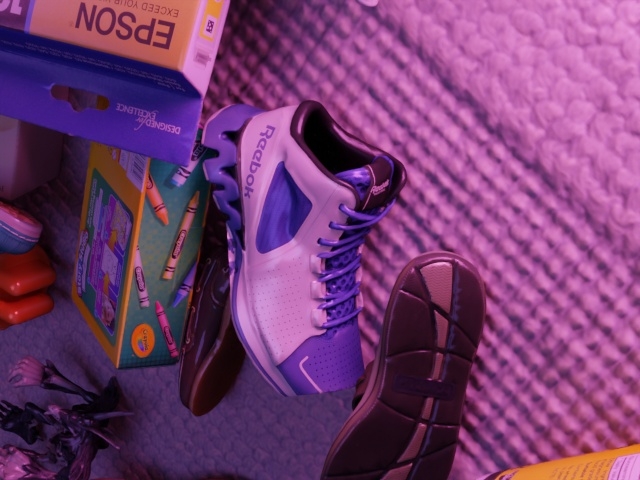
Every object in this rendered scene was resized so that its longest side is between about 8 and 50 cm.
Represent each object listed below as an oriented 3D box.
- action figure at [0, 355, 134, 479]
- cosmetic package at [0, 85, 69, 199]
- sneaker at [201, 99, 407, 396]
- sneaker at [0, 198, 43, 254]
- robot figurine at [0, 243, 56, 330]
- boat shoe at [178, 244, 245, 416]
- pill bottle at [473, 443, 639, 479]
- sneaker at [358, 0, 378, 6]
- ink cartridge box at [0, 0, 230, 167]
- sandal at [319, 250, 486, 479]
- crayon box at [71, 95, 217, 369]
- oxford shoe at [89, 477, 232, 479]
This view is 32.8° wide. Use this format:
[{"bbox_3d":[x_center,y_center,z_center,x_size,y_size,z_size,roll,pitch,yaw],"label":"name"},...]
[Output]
[{"bbox_3d":[-0.364,0.249,1.417,0.276,0.141,0.164,-23,46,45],"label":"action figure"},{"bbox_3d":[-0.391,-0.224,1.299,0.160,0.113,0.309,18,115,13],"label":"cosmetic package"},{"bbox_3d":[0.000,-0.001,1.082,0.182,0.127,0.315,-13,94,41],"label":"sneaker"},{"bbox_3d":[-0.467,-0.014,1.334,0.302,0.108,0.121,17,86,31],"label":"sneaker"},{"bbox_3d":[-0.447,0.036,1.433,0.219,0.128,0.158,26,157,29],"label":"robot figurine"},{"bbox_3d":[-0.122,0.103,1.246,0.073,0.073,0.207,34,114,27],"label":"boat shoe"},{"bbox_3d":[0.284,0.264,0.908,0.334,0.188,0.188,-22,90,39],"label":"pill bottle"},{"bbox_3d":[0.078,-0.323,0.938,0.323,0.130,0.236,8,117,32],"label":"sneaker"},{"bbox_3d":[-0.229,-0.259,1.090,0.304,0.072,0.307,16,91,24],"label":"ink cartridge box"},{"bbox_3d":[0.089,0.152,1.092,0.120,0.086,0.302,19,101,-8],"label":"sandal"},{"bbox_3d":[-0.204,-0.016,1.222,0.165,0.081,0.278,43,128,49],"label":"crayon box"},{"bbox_3d":[-0.153,0.384,1.342,0.397,0.140,0.146,3,138,31],"label":"oxford shoe"}]
